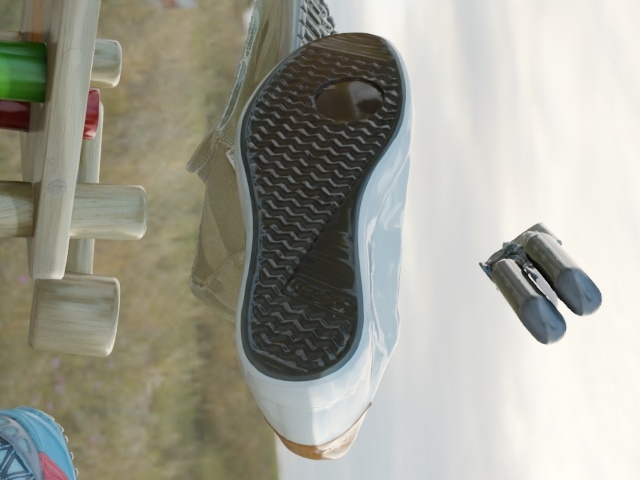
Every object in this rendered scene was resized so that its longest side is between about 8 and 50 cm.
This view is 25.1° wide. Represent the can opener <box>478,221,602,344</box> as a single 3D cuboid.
[{"bbox_3d":[0.207,0.046,1.300,0.095,0.076,0.283,50,6,-10],"label":"can opener"}]

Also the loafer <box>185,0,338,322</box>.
[{"bbox_3d":[-0.046,-0.065,1.042,0.102,0.092,0.268,35,60,-63],"label":"loafer"}]

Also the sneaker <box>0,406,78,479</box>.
[{"bbox_3d":[-0.235,0.255,1.111,0.104,0.125,0.262,-45,-117,30],"label":"sneaker"}]

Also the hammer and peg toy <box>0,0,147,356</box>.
[{"bbox_3d":[-0.186,-0.109,0.964,0.266,0.127,0.361,-107,-155,-48],"label":"hammer and peg toy"}]

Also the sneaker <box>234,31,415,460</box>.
[{"bbox_3d":[0.000,0.000,0.875,0.123,0.106,0.290,80,16,-50],"label":"sneaker"}]
